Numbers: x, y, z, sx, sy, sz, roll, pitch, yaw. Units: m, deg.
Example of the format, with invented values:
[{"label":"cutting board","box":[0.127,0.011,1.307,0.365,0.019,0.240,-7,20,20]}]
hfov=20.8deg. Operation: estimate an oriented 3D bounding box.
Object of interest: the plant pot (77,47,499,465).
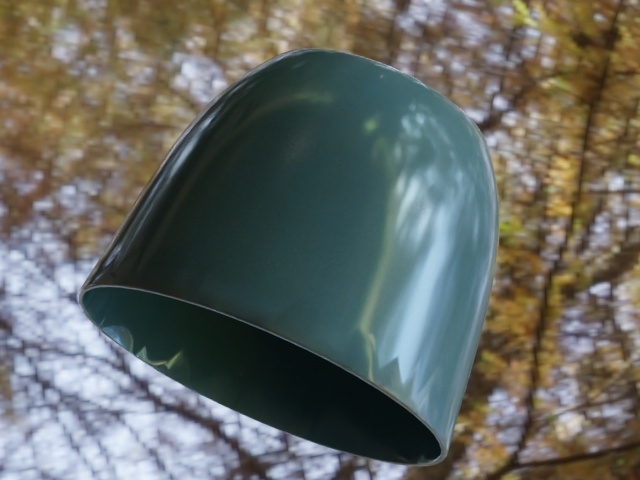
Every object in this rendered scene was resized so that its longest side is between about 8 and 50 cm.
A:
[{"label":"plant pot","box":[0.000,0.000,1.307,0.293,0.293,0.235,13,-110,30]}]
